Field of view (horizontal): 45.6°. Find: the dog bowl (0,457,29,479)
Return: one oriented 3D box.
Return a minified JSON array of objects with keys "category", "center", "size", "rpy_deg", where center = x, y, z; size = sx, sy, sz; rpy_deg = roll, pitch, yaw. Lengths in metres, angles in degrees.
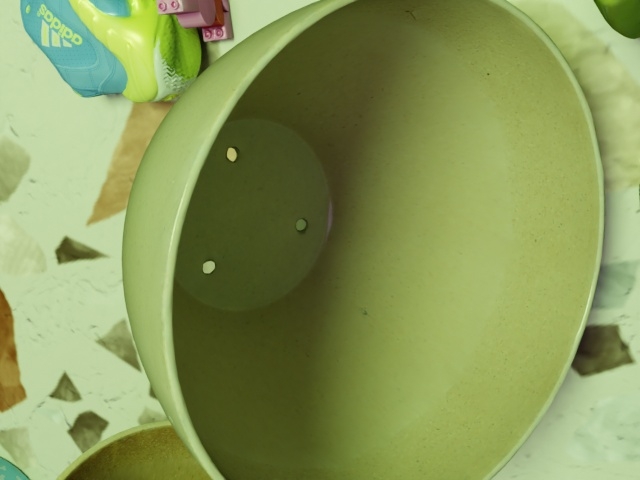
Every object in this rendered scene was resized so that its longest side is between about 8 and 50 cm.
[{"category":"dog bowl","center":[-0.336,0.349,0.766],"size":[0.166,0.074,0.297],"rpy_deg":[-3,104,21]}]

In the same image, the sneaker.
[{"category":"sneaker","center":[-0.173,-0.208,0.530],"size":[0.126,0.091,0.240],"rpy_deg":[-8,103,23]}]

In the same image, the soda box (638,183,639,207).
[{"category":"soda box","center":[0.316,-0.065,0.385],"size":[0.286,0.091,0.098],"rpy_deg":[-38,89,25]}]

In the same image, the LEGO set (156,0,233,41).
[{"category":"LEGO set","center":[-0.068,-0.245,0.477],"size":[0.087,0.093,0.227],"rpy_deg":[-1,105,21]}]

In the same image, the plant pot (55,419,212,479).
[{"category":"plant pot","center":[-0.121,0.315,0.611],"size":[0.237,0.237,0.254],"rpy_deg":[30,129,10]}]

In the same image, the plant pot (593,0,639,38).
[{"category":"plant pot","center":[0.177,-0.238,0.320],"size":[0.227,0.228,0.207],"rpy_deg":[-32,85,26]}]

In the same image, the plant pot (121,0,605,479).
[{"category":"plant pot","center":[0.000,0.000,0.453],"size":[0.191,0.284,0.284],"rpy_deg":[18,116,52]}]
